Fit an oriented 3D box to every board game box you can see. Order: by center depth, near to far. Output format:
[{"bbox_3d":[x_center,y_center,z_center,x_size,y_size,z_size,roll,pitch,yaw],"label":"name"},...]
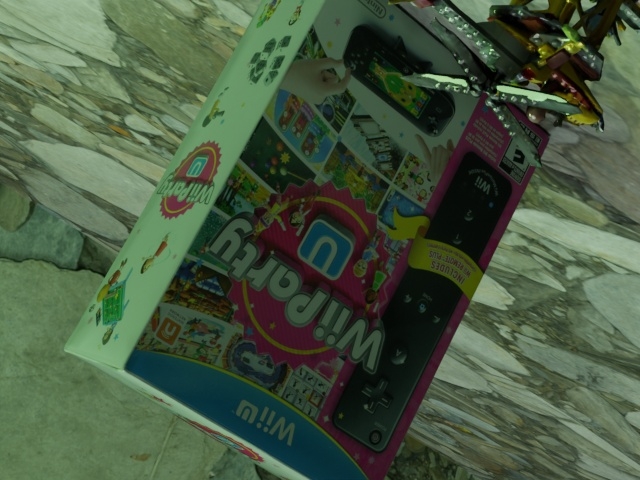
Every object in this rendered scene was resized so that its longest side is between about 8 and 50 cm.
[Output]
[{"bbox_3d":[0.000,0.000,1.102,0.224,0.303,0.097,35,166,-31],"label":"board game box"}]

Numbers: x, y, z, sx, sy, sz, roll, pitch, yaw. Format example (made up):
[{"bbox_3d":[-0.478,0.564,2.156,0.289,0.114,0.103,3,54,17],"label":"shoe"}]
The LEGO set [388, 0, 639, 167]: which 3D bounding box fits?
[{"bbox_3d":[0.207,-0.047,0.707,0.331,0.192,0.255,15,162,48],"label":"LEGO set"}]
